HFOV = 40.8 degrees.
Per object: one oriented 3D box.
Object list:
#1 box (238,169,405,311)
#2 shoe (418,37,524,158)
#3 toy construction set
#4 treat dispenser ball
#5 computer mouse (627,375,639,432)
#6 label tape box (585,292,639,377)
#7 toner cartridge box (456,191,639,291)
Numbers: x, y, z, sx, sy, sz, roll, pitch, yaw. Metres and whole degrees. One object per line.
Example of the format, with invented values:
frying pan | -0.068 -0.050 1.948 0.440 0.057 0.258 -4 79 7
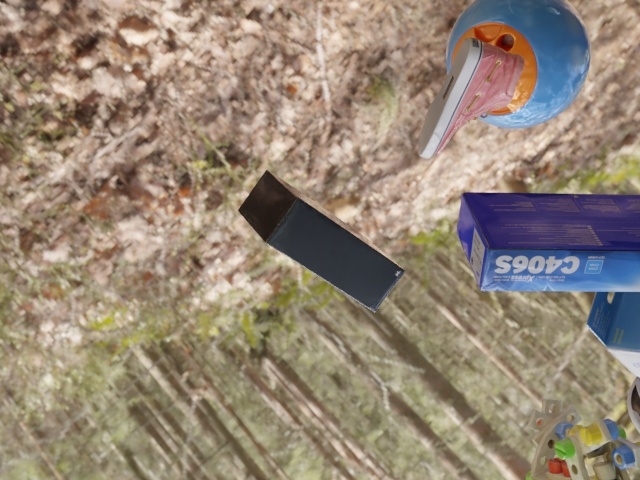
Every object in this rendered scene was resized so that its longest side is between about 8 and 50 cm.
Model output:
box | 0.000 0.000 1.556 0.261 0.184 0.103 34 92 -28
shoe | 0.193 -0.172 1.114 0.081 0.063 0.178 14 127 -12
toy construction set | 0.423 0.377 1.442 0.151 0.215 0.328 -12 180 -5
treat dispenser ball | 0.399 -0.372 1.751 0.288 0.288 0.288 -37 156 -20
computer mouse | 0.552 0.323 1.436 0.042 0.193 0.106 -28 151 29
label tape box | 0.678 0.156 1.645 0.115 0.348 0.249 -16 -142 52
toner cartridge box | 0.387 0.001 1.251 0.348 0.165 0.075 1 122 -5
